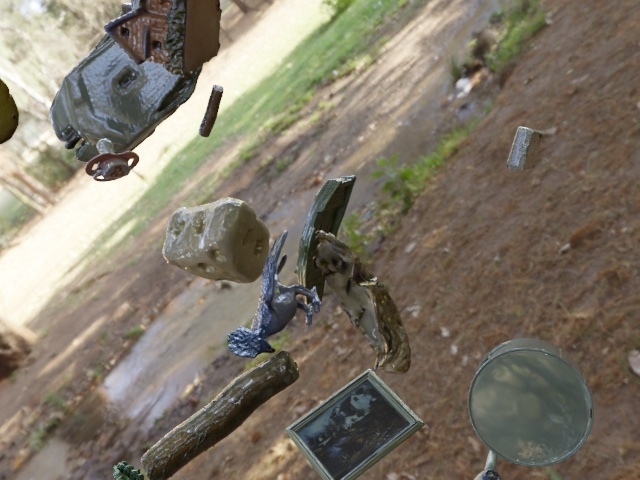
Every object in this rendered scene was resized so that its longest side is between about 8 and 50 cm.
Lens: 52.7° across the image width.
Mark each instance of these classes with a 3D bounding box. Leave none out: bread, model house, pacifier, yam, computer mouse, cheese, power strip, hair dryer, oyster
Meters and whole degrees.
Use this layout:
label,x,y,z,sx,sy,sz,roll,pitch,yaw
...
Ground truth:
label,x,y,z,sx,sy,sz,roll,pitch,yaw
bread,-0.615,-0.236,1.102,0.065,0.187,0.149,1,47,47
model house,-0.269,-0.393,1.077,0.166,0.172,0.182,-63,-13,-57
pacifier,-0.380,-0.146,1.159,0.099,0.078,0.081,-13,-21,-43
yam,-0.173,0.306,1.130,0.317,0.071,0.067,-36,48,-9
computer mouse,-0.420,-0.352,1.458,0.429,0.228,0.145,-39,8,13
cheese,-0.213,0.004,1.553,0.251,0.248,0.173,-21,56,47
power strip,0.406,-0.179,1.270,0.192,0.035,0.081,-17,-59,-63
yam,-0.245,-0.290,1.451,0.032,0.032,0.145,-62,2,-41
hair dryer,0.401,0.583,1.588,0.199,0.068,0.167,-45,-24,-62
oyster,0.077,0.091,1.085,0.094,0.294,0.166,-31,41,-11

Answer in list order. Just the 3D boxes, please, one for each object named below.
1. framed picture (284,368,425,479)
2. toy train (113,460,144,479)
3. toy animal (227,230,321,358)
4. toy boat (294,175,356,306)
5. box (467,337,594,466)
label,x,y,z,sx,sy,sz,roll,pitch,yaw
framed picture,0.086,0.483,1.681,0.296,0.019,0.232,-32,47,-20
toy train,-0.442,0.542,1.478,0.053,0.083,0.033,-48,37,-13
toy animal,-0.088,0.112,1.183,0.255,0.177,0.239,-109,29,-49
toy boat,0.000,0.000,1.291,0.093,0.055,0.292,-21,-47,-51
box,0.414,0.313,1.279,0.226,0.226,0.149,-39,-12,14
